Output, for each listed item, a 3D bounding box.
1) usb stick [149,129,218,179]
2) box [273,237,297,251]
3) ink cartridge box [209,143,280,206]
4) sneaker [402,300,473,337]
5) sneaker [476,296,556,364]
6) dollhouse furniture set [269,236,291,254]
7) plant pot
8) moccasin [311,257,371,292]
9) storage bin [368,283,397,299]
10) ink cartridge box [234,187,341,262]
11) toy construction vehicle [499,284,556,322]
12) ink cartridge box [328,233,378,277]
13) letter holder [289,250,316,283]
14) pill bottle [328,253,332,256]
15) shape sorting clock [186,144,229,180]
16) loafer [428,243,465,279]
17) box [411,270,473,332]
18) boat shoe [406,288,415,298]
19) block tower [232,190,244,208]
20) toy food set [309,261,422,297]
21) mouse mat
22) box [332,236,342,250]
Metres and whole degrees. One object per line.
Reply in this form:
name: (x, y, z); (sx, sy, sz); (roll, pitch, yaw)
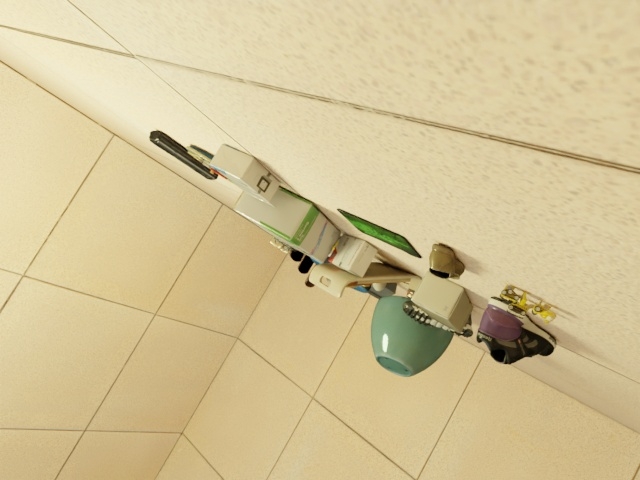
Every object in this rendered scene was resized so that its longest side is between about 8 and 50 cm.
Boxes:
usb stick: (-0.468, -0.290, 1.547); (0.077, 0.045, 0.278); (17, 168, 39)
box: (-0.131, 0.011, 1.700); (0.083, 0.018, 0.067); (28, 174, 20)
ink cartridge box: (-0.172, -0.155, 1.092); (0.104, 0.060, 0.180); (27, 174, 26)
sneaker: (0.381, 0.227, 1.441); (0.235, 0.106, 0.078); (19, 148, 4)
sneaker: (0.458, 0.242, 1.072); (0.283, 0.124, 0.107); (33, 175, -34)
dollhouse furniture set: (-0.101, 0.010, 1.944); (0.184, 0.128, 0.129); (28, 175, 18)
plant pot: (0.292, 0.356, 1.562); (0.291, 0.195, 0.290); (24, 150, 15)
moccasin: (0.090, 0.097, 1.856); (0.342, 0.116, 0.137); (32, 165, 40)
storage bin: (0.269, 0.193, 1.962); (0.135, 0.098, 0.091); (33, 147, -23)
ink cartridge box: (-0.084, -0.052, 1.289); (0.202, 0.117, 0.278); (28, 175, 24)
toy construction vehicle: (0.384, 0.118, 0.827); (0.098, 0.035, 0.086); (25, 162, 25)
ink cartridge box: (0.095, 0.044, 1.327); (0.056, 0.099, 0.135); (33, 175, -27)
letter holder: (-0.065, 0.111, 2.255); (0.152, 0.214, 0.302); (29, 175, 10)
pill bottle: (0.000, 0.000, 1.513); (0.086, 0.086, 0.152); (26, 174, 36)
shape sorting clock: (-0.331, -0.228, 1.397); (0.206, 0.040, 0.206); (30, 175, 3)
loafer: (0.235, 0.050, 0.856); (0.056, 0.050, 0.148); (27, 174, 36)
box: (0.348, 0.178, 1.249); (0.113, 0.094, 0.275); (27, 174, 28)
boat shoe: (0.394, 0.256, 1.623); (0.123, 0.116, 0.324); (25, 173, 43)
block tower: (-0.165, -0.074, 1.701); (0.336, 0.097, 0.091); (33, 175, -11)
toy food set: (0.145, 0.135, 1.417); (0.307, 0.092, 0.220); (-1, -171, -24)
mouse mat: (0.137, -0.015, 1.038); (0.190, 0.007, 0.153); (28, 175, 35)
box: (0.097, 0.041, 1.549); (0.059, 0.054, 0.169); (28, 175, 27)
